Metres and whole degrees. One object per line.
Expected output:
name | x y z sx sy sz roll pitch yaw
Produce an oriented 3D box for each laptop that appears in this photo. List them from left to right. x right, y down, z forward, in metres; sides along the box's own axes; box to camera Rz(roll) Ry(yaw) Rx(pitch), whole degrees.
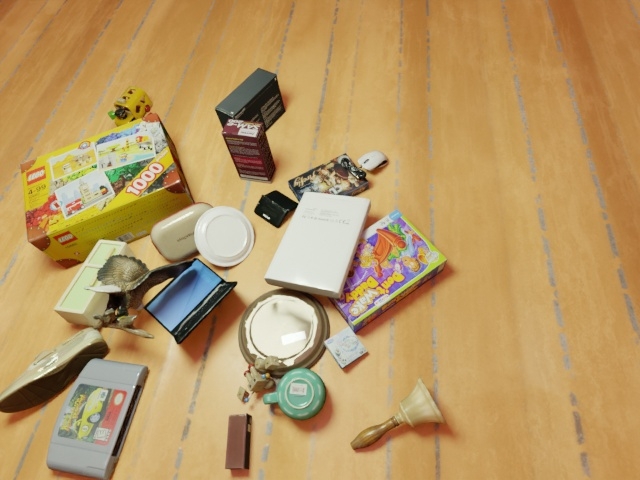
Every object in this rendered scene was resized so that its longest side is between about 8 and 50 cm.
laptop | -0.400 0.169 1.258 0.136 0.264 0.234 46 70 -12

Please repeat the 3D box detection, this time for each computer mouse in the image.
computer mouse | 0.171 -0.285 1.484 0.193 0.042 0.106 -30 63 -33

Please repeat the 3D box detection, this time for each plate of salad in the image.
plate of salad | -0.316 -0.013 1.368 0.199 0.048 0.200 5 79 -29

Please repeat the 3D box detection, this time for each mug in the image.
mug | -0.061 0.412 1.091 0.157 0.097 0.129 -40 71 -12

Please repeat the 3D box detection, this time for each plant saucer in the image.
plant saucer | -0.111 0.262 1.230 0.277 0.041 0.278 -2 59 4

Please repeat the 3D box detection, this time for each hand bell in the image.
hand bell | 0.184 0.465 1.059 0.242 0.126 0.126 -31 60 3

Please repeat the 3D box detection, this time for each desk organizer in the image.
desk organizer | -0.213 0.524 1.082 0.050 0.047 0.130 -6 59 6

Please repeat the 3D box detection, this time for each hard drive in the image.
hard drive | 0.000 0.000 1.284 0.233 0.047 0.353 9 54 19

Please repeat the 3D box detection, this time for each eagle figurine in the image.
eagle figurine | -0.549 0.136 1.238 0.226 0.225 0.298 34 47 -20

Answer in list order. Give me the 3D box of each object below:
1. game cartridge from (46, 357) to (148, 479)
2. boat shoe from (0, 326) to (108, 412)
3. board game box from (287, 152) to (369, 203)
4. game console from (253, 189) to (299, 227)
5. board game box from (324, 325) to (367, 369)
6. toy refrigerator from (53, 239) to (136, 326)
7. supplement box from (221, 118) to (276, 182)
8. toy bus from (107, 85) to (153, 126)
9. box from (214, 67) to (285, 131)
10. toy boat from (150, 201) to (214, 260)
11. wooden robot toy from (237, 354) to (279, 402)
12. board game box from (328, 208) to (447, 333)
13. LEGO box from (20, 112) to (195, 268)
game cartridge | -0.620 0.482 1.150 0.196 0.060 0.294 3 60 12
boat shoe | -0.779 0.370 1.205 0.302 0.109 0.098 -37 53 -23
board game box | 0.028 -0.199 1.483 0.243 0.042 0.165 -28 61 -10
game console | -0.155 -0.113 1.471 0.122 0.071 0.107 33 98 23
board game box | 0.071 0.305 1.184 0.090 0.020 0.090 -26 63 -22
toy refrigerator | -0.711 0.128 1.321 0.102 0.094 0.270 6 52 11
supplement box | -0.246 -0.310 1.463 0.130 0.239 0.073 10 61 11
toy bus | -0.813 -0.558 1.751 0.191 0.104 0.202 -24 60 -7
box | -0.266 -0.510 1.617 0.103 0.184 0.261 30 66 21
toy boat | -0.454 -0.044 1.408 0.231 0.151 0.151 -29 32 -10
wooden robot toy | -0.158 0.378 1.147 0.173 0.079 0.076 -55 41 17
board game box | 0.174 0.086 1.278 0.347 0.078 0.233 -33 62 -13
LEGO box | -0.740 -0.186 1.473 0.500 0.193 0.372 -25 60 -8
